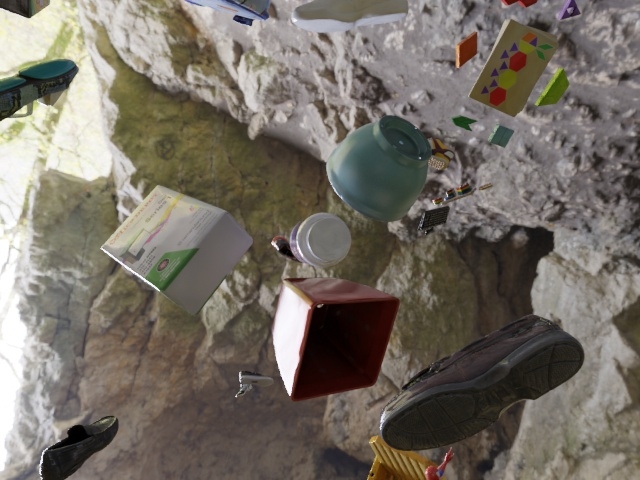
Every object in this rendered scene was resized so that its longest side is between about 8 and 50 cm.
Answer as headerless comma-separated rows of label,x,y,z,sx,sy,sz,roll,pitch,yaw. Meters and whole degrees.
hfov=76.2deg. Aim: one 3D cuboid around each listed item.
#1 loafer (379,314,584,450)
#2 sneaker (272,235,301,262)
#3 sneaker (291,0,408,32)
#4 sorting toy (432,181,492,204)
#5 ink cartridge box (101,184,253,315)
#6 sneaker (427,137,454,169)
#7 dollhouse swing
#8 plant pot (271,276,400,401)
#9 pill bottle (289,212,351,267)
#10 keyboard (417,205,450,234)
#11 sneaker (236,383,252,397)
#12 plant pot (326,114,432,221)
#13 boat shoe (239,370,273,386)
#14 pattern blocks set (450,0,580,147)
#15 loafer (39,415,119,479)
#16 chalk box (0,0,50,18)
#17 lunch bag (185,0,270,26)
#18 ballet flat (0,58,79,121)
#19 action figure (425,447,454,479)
loafer,0.223,0.208,0.605,0.303,0.109,0.095,-29,-160,8
sneaker,-0.092,0.045,1.329,0.158,0.061,0.064,30,-162,-37
sneaker,0.050,-0.443,0.744,0.213,0.094,0.080,-6,-167,3
sorting toy,0.598,-0.210,1.753,0.275,0.046,0.132,-19,-174,33
ink cartridge box,-0.320,0.010,0.899,0.278,0.201,0.117,21,157,38
sneaker,0.337,-0.298,1.317,0.186,0.083,0.069,28,165,13
dollhouse swing,0.306,0.970,1.533,0.347,0.315,0.305,7,149,40
plant pot,0.011,0.227,1.099,0.268,0.266,0.236,3,-161,-33
pill bottle,0.000,0.000,0.823,0.108,0.108,0.193,11,177,-10
keyboard,0.430,-0.071,1.544,0.180,0.108,0.023,-13,-143,-43
sneaker,-0.290,0.553,1.514,0.032,0.036,0.083,-30,177,25
plant pot,0.190,-0.227,1.166,0.293,0.292,0.196,10,142,-24
boat shoe,-0.234,0.505,1.499,0.142,0.049,0.040,24,-153,-37
pattern blocks set,0.426,-0.382,0.903,0.286,0.324,0.026,24,-156,-20
loafer,-0.546,0.458,0.942,0.076,0.078,0.223,-5,-177,7
chalk box,-0.547,-0.522,0.691,0.133,0.213,0.132,11,-146,-24
lunch bag,-0.228,-0.480,0.705,0.243,0.114,0.303,22,-162,17
ballet flat,-0.469,-0.240,0.659,0.070,0.070,0.188,13,-141,16
action figure,0.347,0.640,0.998,0.139,0.280,0.091,-35,-167,-22
